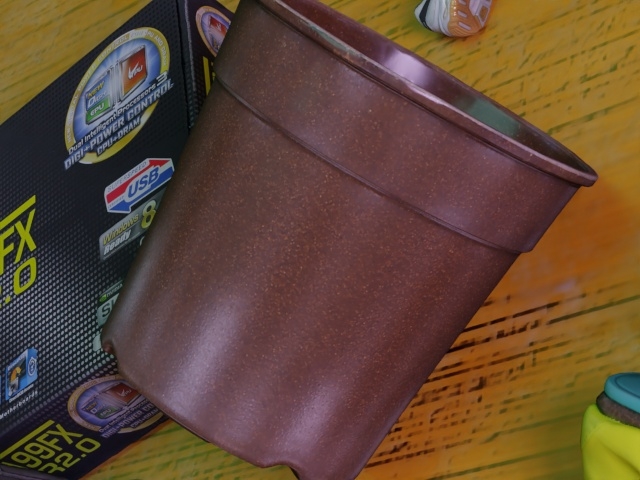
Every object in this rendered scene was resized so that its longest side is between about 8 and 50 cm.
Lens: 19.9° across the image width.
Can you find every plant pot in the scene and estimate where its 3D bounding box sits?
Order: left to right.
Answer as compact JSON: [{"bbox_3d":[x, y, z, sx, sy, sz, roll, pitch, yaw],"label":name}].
[{"bbox_3d":[0.000,0.000,0.754,0.165,0.167,0.167,-59,37,10],"label":"plant pot"}]

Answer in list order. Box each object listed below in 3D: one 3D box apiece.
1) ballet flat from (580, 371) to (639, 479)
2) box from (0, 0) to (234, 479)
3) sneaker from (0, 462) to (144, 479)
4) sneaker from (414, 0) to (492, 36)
[{"bbox_3d":[0.165,0.105,0.573,0.231,0.077,0.077,20,101,55],"label":"ballet flat"},{"bbox_3d":[-0.139,0.020,0.965,0.270,0.060,0.216,-34,44,28],"label":"box"},{"bbox_3d":[-0.188,0.198,0.836,0.276,0.135,0.098,-46,41,17],"label":"sneaker"},{"bbox_3d":[0.068,-0.137,0.868,0.037,0.032,0.083,10,72,50],"label":"sneaker"}]
